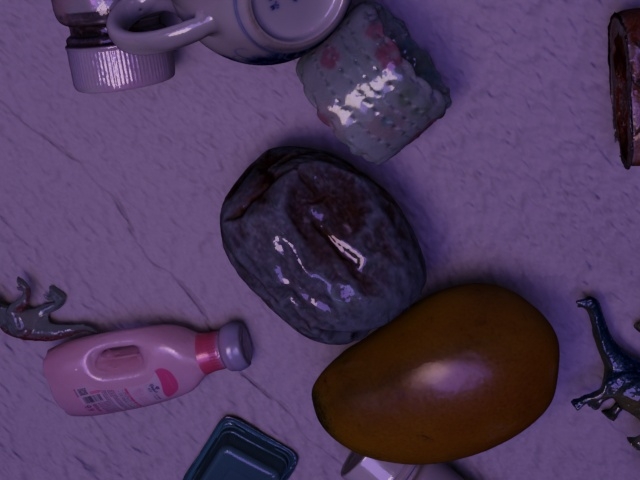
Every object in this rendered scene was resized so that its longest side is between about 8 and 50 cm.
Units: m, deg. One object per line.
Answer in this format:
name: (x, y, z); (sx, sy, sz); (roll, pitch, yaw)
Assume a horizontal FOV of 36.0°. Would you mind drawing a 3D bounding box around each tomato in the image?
tomato: (0.475, -0.212, 1.330); (0.155, 0.181, 0.214); (-8, 112, 6)

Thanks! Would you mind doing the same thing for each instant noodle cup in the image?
instant noodle cup: (-0.142, 0.408, 1.693); (0.157, 0.070, 0.179); (30, 110, -5)

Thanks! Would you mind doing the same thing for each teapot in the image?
teapot: (-0.091, -0.368, 1.302); (0.424, 0.280, 0.252); (-33, 132, -9)

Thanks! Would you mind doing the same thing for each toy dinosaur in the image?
toy dinosaur: (0.496, 0.242, 1.538); (0.363, 0.076, 0.147); (39, 109, -6)
toy dinosaur: (-0.488, 0.140, 1.654); (0.242, 0.053, 0.167); (23, 112, -1)

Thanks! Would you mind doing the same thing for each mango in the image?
mango: (0.175, 0.212, 1.484); (0.378, 0.221, 0.264); (-20, 124, 6)

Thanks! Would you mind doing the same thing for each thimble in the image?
thimble: (0.082, -0.216, 1.385); (0.149, 0.185, 0.211); (-38, 135, 20)

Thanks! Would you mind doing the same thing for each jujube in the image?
jujube: (-0.004, 0.003, 1.445); (0.246, 0.215, 0.308); (-36, 89, -19)

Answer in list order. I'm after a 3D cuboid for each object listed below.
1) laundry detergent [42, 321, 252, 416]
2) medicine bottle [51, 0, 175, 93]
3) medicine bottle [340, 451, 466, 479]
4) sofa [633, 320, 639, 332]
laundry detergent: (-0.280, 0.203, 1.625); (0.335, 0.088, 0.159); (-14, 126, 11)
medicine bottle: (-0.299, -0.357, 1.391); (0.165, 0.165, 0.273); (-5, 108, 10)
medicine bottle: (0.157, 0.414, 1.613); (0.237, 0.139, 0.139); (38, 110, -2)
sofa: (0.622, 0.076, 1.461); (0.210, 0.176, 0.225); (23, 82, 0)
